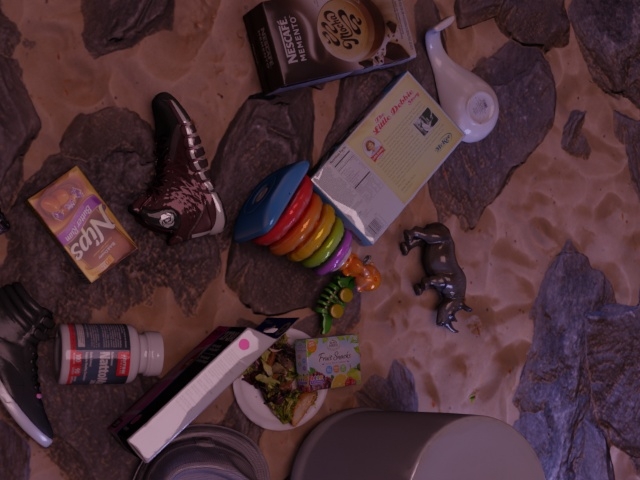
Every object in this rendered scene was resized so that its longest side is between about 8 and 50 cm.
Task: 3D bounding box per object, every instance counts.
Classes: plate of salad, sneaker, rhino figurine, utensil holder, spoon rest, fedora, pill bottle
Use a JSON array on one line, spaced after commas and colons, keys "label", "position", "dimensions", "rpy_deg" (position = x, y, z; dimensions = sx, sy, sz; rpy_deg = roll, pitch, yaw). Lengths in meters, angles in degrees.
[{"label": "plate of salad", "position": [-0.071, 0.267, 1.991], "dimensions": [0.200, 0.048, 0.199], "rpy_deg": [1, 87, -22]}, {"label": "sneaker", "position": [-0.290, -0.120, 1.893], "dimensions": [0.163, 0.106, 0.281], "rpy_deg": [-24, 97, -19]}, {"label": "rhino figurine", "position": [0.247, 0.077, 2.123], "dimensions": [0.106, 0.073, 0.243], "rpy_deg": [-21, 96, -20]}, {"label": "sneaker", "position": [-0.501, 0.203, 1.781], "dimensions": [0.147, 0.104, 0.295], "rpy_deg": [-31, 94, -16]}, {"label": "utensil holder", "position": [0.170, 0.467, 1.875], "dimensions": [0.328, 0.385, 0.327], "rpy_deg": [5, 79, -28]}, {"label": "spoon rest", "position": [0.291, -0.336, 2.174], "dimensions": [0.137, 0.084, 0.276], "rpy_deg": [-34, 113, -20]}, {"label": "fedora", "position": [-0.200, 0.462, 1.883], "dimensions": [0.276, 0.124, 0.243], "rpy_deg": [19, 80, -21]}, {"label": "pill bottle", "position": [-0.374, 0.201, 1.834], "dimensions": [0.180, 0.108, 0.107], "rpy_deg": [2, 86, -22]}]

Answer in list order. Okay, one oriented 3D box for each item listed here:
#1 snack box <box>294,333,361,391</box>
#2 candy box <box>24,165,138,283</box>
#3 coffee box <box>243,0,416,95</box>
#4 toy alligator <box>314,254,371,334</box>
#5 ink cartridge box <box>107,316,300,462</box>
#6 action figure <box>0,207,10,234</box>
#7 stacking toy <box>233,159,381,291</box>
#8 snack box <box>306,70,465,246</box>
[{"label": "snack box", "position": [0.016, 0.236, 2.011], "dimensions": [0.141, 0.037, 0.100], "rpy_deg": [-1, 85, -43]}, {"label": "candy box", "position": [-0.428, -0.027, 1.856], "dimensions": [0.109, 0.053, 0.186], "rpy_deg": [-40, 103, -21]}, {"label": "coffee box", "position": [0.018, -0.400, 2.029], "dimensions": [0.297, 0.119, 0.168], "rpy_deg": [-17, 94, -23]}, {"label": "toy alligator", "position": [0.035, 0.096, 2.040], "dimensions": [0.051, 0.056, 0.189], "rpy_deg": [36, 74, -17]}, {"label": "ink cartridge box", "position": [-0.211, 0.243, 1.863], "dimensions": [0.371, 0.176, 0.069], "rpy_deg": [-40, 101, -20]}, {"label": "action figure", "position": [-0.655, 0.003, 1.718], "dimensions": [0.276, 0.141, 0.164], "rpy_deg": [-29, 108, 5]}, {"label": "stacking toy", "position": [0.000, 0.000, 1.976], "dimensions": [0.302, 0.166, 0.175], "rpy_deg": [37, 65, -19]}, {"label": "snack box", "position": [0.130, -0.167, 2.094], "dimensions": [0.187, 0.060, 0.322], "rpy_deg": [46, 72, -14]}]
